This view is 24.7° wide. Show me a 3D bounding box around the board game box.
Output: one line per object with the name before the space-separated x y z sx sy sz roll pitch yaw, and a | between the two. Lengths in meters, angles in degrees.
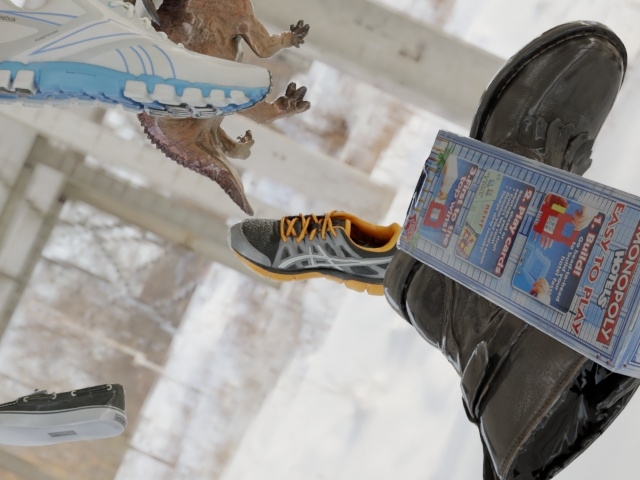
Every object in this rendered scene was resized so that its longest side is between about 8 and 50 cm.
board game box | 0.141 0.020 0.566 0.194 0.194 0.060 -120 50 -81

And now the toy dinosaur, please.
toy dinosaur | -0.124 -0.169 1.323 0.127 0.200 0.296 -6 81 51

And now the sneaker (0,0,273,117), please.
sneaker | -0.121 -0.119 0.876 0.071 0.190 0.083 116 160 -84

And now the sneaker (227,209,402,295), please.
sneaker | 0.000 0.000 1.683 0.084 0.214 0.083 -92 13 -47

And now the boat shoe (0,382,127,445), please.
boat shoe | -0.229 0.146 1.235 0.049 0.142 0.040 66 -157 -57

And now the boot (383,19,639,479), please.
boot | 0.150 0.010 0.896 0.263 0.091 0.229 -60 28 14
